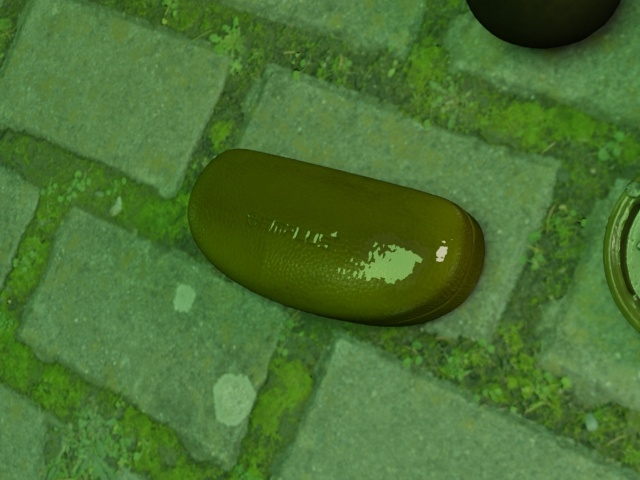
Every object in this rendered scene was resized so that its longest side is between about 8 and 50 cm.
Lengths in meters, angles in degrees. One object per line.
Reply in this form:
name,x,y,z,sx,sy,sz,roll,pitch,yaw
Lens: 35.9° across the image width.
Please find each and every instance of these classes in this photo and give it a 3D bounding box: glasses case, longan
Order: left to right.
glasses case,0.000,0.000,1.176,0.371,0.141,0.173,16,88,30
longan,0.246,-0.296,1.092,0.189,0.189,0.189,-6,77,27

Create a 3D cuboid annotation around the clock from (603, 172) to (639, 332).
clock,0.409,0.012,1.003,0.237,0.057,0.237,-8,74,28
